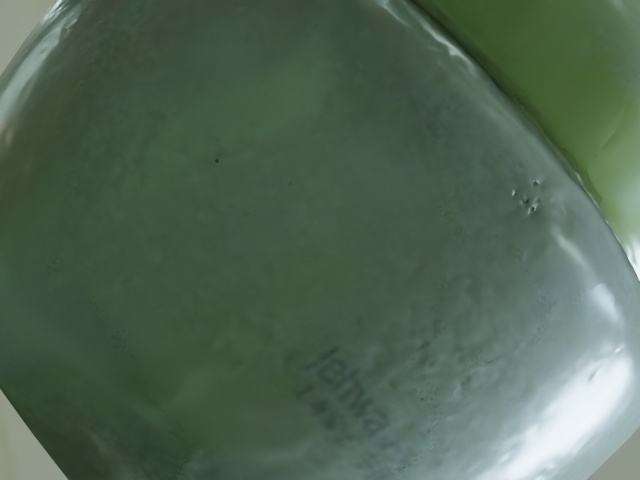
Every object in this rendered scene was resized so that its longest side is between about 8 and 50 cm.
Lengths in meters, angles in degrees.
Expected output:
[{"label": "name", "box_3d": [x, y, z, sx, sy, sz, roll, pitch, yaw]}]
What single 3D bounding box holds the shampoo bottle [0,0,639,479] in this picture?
[{"label": "shampoo bottle", "box_3d": [0.000, 0.000, 0.879, 0.322, 0.322, 0.317, 39, -102, 28]}]
